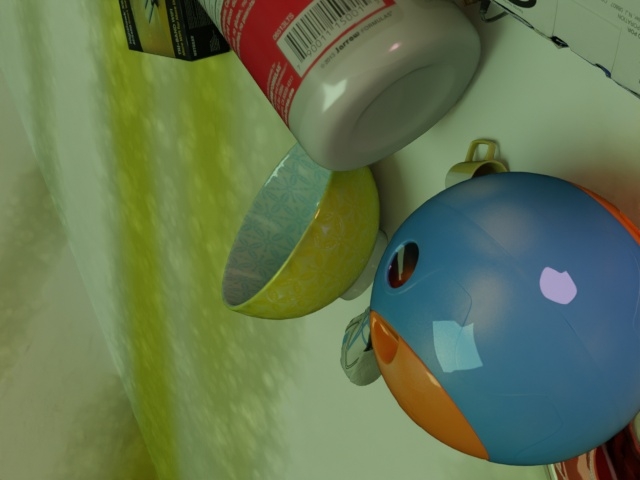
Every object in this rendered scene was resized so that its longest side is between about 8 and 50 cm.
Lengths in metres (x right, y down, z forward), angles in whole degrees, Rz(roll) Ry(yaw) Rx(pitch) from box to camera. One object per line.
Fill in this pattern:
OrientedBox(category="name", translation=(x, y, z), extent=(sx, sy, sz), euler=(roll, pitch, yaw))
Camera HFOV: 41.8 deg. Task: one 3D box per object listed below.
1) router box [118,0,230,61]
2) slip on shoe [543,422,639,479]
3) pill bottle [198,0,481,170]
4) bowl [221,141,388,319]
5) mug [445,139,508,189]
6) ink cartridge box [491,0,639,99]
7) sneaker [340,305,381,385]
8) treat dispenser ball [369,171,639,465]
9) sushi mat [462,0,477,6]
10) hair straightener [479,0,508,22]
OrientedBox(category="router box", translation=(-0.268, -0.467, 1.397), extent=(0.243, 0.081, 0.309), euler=(22, 127, 50))
OrientedBox(category="slip on shoe", translation=(0.344, 0.333, 0.937), extent=(0.101, 0.123, 0.331), euler=(-23, 85, 56))
OrientedBox(category="pill bottle", translation=(-0.018, -0.300, 0.973), extent=(0.407, 0.229, 0.229), euler=(56, 148, 19))
OrientedBox(category="bowl", translation=(0.000, 0.000, 1.180), extent=(0.156, 0.289, 0.289), euler=(29, 157, -21))
OrientedBox(category="mug", translation=(0.184, -0.072, 0.988), extent=(0.062, 0.078, 0.064), euler=(44, 169, -27))
OrientedBox(category="ink cartridge box", translation=(0.250, -0.262, 0.585), extent=(0.270, 0.151, 0.395), euler=(52, 156, 42))
OrientedBox(category="sneaker", translation=(0.078, 0.128, 1.247), extent=(0.086, 0.085, 0.237), euler=(58, 146, 30))
OrientedBox(category="treat dispenser ball", translation=(0.192, 0.075, 0.831), extent=(0.288, 0.288, 0.288), euler=(35, 137, 42))
OrientedBox(category="sushi mat", translation=(0.154, -0.410, 0.836), extent=(0.151, 0.019, 0.316), euler=(-5, 106, 57))
OrientedBox(category="hair straightener", translation=(0.188, -0.311, 0.787), extent=(0.089, 0.047, 0.230), euler=(39, 138, 36))
